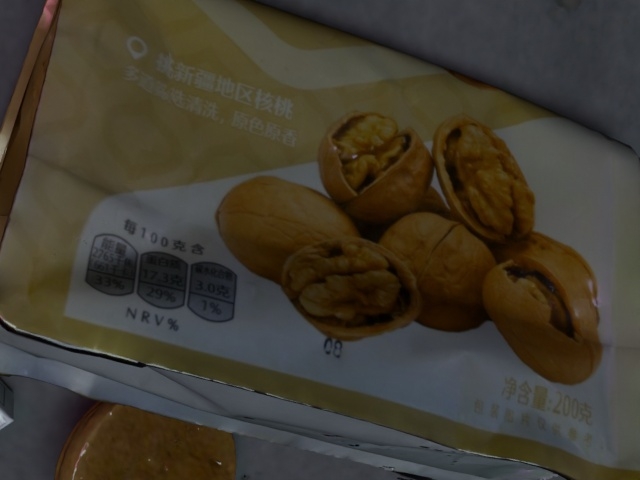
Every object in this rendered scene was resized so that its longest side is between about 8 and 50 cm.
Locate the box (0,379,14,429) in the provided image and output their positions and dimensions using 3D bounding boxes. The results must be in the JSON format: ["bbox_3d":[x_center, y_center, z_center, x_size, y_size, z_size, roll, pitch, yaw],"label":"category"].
[{"bbox_3d":[-0.234,0.054,0.767,0.084,0.040,0.154,-34,112,5],"label":"box"}]

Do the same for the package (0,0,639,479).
[{"bbox_3d":[-0.014,0.019,0.758,0.311,0.221,0.165,17,145,-18],"label":"package"}]

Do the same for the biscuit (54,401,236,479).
[{"bbox_3d":[-0.090,0.159,0.817,0.133,0.027,0.184,-31,116,-28],"label":"biscuit"}]
